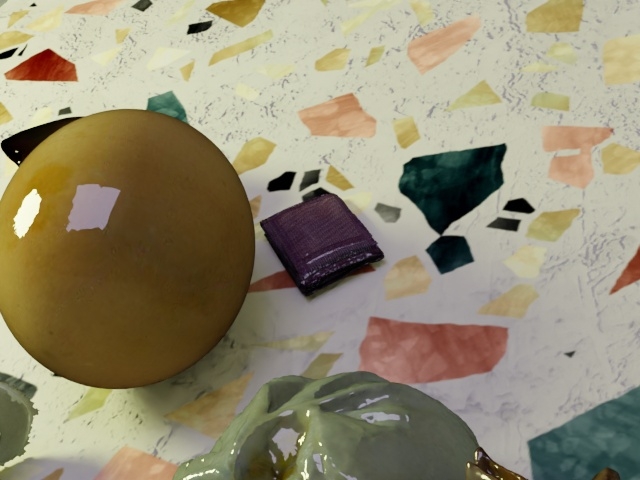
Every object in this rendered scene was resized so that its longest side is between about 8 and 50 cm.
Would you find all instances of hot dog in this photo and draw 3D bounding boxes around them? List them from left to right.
[{"bbox_3d":[-0.299,-0.089,2.008,0.194,0.107,0.326,-24,26,-20],"label":"hot dog"}]

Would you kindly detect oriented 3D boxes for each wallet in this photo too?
[{"bbox_3d":[0.000,-0.001,1.804,0.111,0.030,0.166,-28,36,-7],"label":"wallet"}]

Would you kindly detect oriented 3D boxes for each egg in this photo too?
[{"bbox_3d":[-0.223,0.001,1.685,0.301,0.301,0.374,-11,37,14],"label":"egg"}]

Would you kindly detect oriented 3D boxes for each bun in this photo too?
[{"bbox_3d":[0.004,0.261,1.337,0.354,0.194,0.354,-15,37,12],"label":"bun"}]

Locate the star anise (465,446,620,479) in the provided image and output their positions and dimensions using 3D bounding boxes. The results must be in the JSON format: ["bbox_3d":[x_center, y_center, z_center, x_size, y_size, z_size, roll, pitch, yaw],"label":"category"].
[{"bbox_3d":[0.197,0.314,1.169,0.315,0.108,0.315,9,60,-15],"label":"star anise"}]

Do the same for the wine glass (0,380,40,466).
[{"bbox_3d":[-0.338,0.286,1.523,0.143,0.143,0.321,-26,37,-6],"label":"wine glass"}]
